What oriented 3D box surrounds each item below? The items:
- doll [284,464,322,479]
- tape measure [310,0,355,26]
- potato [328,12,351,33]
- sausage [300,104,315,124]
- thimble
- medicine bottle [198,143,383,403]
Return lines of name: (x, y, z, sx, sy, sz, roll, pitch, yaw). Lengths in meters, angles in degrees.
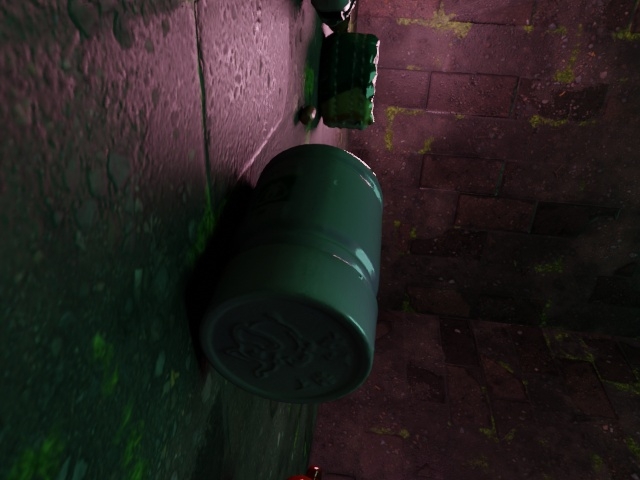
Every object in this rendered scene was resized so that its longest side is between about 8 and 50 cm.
doll: (-0.080, 0.465, 0.717, 0.363, 0.160, 0.182, -39, 135, -56)
tape measure: (0.028, -0.581, 1.062, 0.236, 0.120, 0.197, 76, 22, -62)
potato: (0.051, -0.682, 1.389, 0.164, 0.081, 0.200, -90, -175, -55)
sausage: (-0.029, -0.299, 1.188, 0.083, 0.034, 0.034, -76, 170, -61)
thimble: (0.090, -0.486, 1.537, 0.254, 0.168, 0.287, -48, 143, -80)
medicine bottle: (-0.022, 0.030, 0.692, 0.325, 0.212, 0.211, -80, 173, -50)
